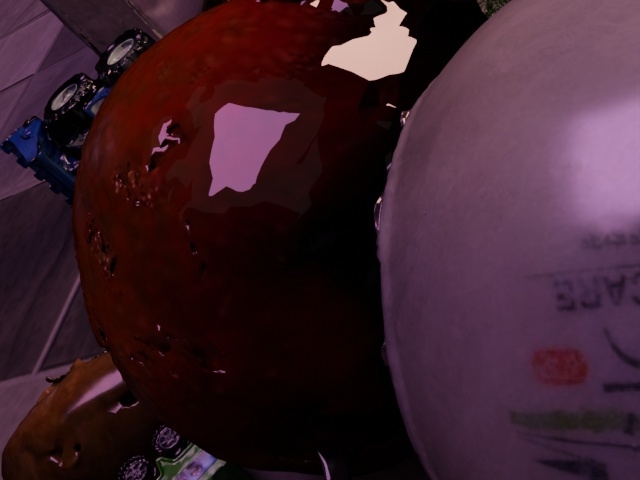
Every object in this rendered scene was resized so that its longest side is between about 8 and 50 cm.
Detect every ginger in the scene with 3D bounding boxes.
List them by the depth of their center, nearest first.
[{"bbox_3d":[-0.132,0.103,0.886,0.309,0.107,0.133,-48,45,4],"label":"ginger"}]

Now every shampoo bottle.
[{"bbox_3d":[0.183,0.012,0.452,0.266,0.273,0.273,-7,48,35],"label":"shampoo bottle"}]

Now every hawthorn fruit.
[{"bbox_3d":[0.001,-0.016,0.697,0.316,0.316,0.316,-30,35,24],"label":"hawthorn fruit"}]

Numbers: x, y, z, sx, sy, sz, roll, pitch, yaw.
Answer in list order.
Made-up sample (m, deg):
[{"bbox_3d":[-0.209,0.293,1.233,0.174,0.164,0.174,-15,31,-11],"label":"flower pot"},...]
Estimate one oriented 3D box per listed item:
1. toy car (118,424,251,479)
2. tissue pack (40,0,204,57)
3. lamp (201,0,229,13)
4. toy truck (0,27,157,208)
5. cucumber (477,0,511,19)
[{"bbox_3d":[-0.113,0.196,0.775,0.165,0.071,0.062,-46,42,-15],"label":"toy car"},{"bbox_3d":[-0.213,-0.393,1.417,0.125,0.242,0.344,-17,41,40],"label":"tissue pack"},{"bbox_3d":[0.010,-0.200,0.976,0.227,0.227,0.227,-30,35,24],"label":"lamp"},{"bbox_3d":[-0.219,-0.104,1.218,0.208,0.113,0.126,-36,34,18],"label":"toy truck"},{"bbox_3d":[0.136,-0.171,0.937,0.043,0.044,0.257,-51,21,42],"label":"cucumber"}]
